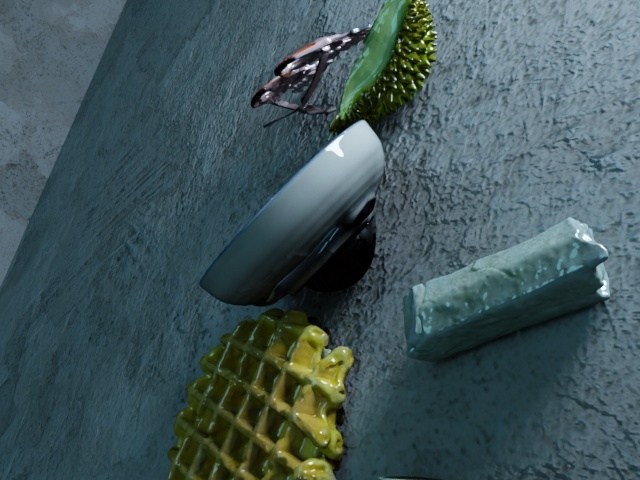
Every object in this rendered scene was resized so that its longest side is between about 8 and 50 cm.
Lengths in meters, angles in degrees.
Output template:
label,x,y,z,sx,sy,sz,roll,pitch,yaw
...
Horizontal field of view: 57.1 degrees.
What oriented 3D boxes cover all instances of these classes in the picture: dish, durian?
label,x,y,z,sx,sy,sz,roll,pitch,yaw
dish,0.000,0.000,0.699,0.273,0.134,0.273,-45,-1,-1
durian,0.091,-0.221,0.779,0.220,0.095,0.137,-55,-5,18

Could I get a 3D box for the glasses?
label,x,y,z,sx,sy,sz,roll,pitch,yaw
glasses,0.001,-0.242,0.886,0.162,0.095,0.255,-41,12,-27

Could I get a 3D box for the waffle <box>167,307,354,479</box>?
label,x,y,z,sx,sy,sz,roll,pitch,yaw
waffle,-0.092,0.227,0.718,0.329,0.062,0.329,-27,48,35

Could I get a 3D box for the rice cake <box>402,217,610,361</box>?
label,x,y,z,sx,sy,sz,roll,pitch,yaw
rice cake,0.164,0.047,0.537,0.206,0.063,0.069,-31,40,31

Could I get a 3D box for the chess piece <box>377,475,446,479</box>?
label,x,y,z,sx,sy,sz,roll,pitch,yaw
chess piece,0.080,0.257,0.501,0.067,0.067,0.103,-17,63,43
